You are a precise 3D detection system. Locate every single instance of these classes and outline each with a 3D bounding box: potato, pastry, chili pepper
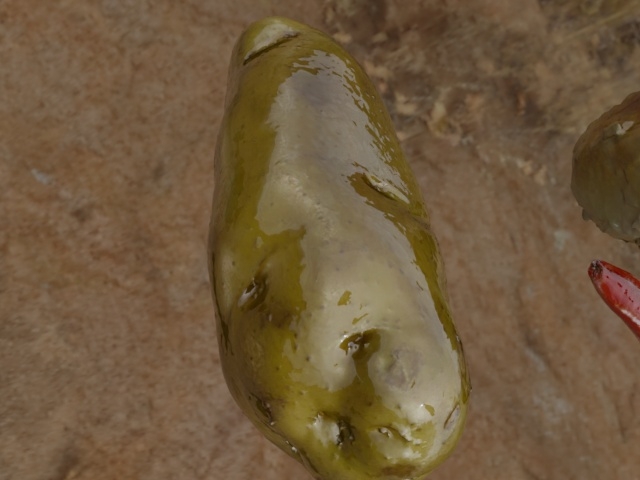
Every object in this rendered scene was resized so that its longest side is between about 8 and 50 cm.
[{"bbox_3d":[0.000,0.000,0.768,0.195,0.176,0.369,17,44,-32],"label":"potato"},{"bbox_3d":[0.379,-0.101,1.063,0.329,0.329,0.136,-36,105,-46],"label":"pastry"},{"bbox_3d":[0.337,0.101,1.023,0.272,0.063,0.071,32,10,-21],"label":"chili pepper"}]
